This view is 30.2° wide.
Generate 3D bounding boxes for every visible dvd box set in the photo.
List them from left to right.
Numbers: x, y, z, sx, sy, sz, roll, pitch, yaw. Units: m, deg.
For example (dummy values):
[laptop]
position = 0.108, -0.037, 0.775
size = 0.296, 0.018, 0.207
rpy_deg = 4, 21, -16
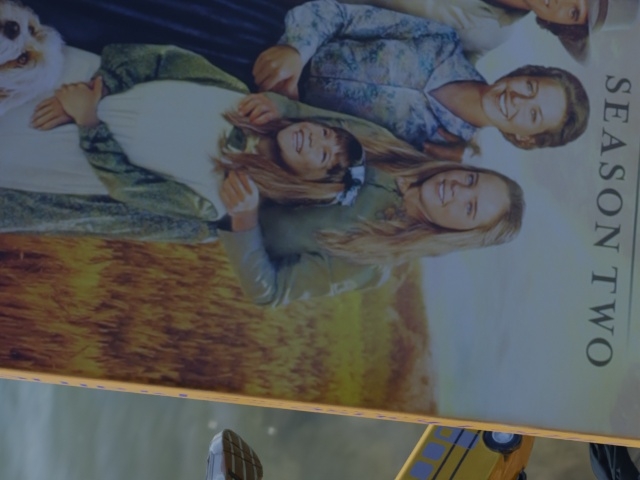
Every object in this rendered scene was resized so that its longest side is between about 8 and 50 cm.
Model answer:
[dvd box set]
position = 0.037, -0.077, 0.491
size = 0.062, 0.420, 0.308
rpy_deg = 130, 148, -79

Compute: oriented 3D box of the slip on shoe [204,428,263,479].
[slip on shoe]
position = -0.072, 0.189, 0.898
size = 0.041, 0.051, 0.135
rpy_deg = -42, 19, 10

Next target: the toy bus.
[toy bus]
position = 0.179, 0.320, 1.551
size = 0.130, 0.108, 0.333
rpy_deg = 15, 48, 29

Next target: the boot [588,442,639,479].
[boot]
position = 0.522, 0.273, 1.407
size = 0.377, 0.284, 0.138
rpy_deg = -172, 84, -74
